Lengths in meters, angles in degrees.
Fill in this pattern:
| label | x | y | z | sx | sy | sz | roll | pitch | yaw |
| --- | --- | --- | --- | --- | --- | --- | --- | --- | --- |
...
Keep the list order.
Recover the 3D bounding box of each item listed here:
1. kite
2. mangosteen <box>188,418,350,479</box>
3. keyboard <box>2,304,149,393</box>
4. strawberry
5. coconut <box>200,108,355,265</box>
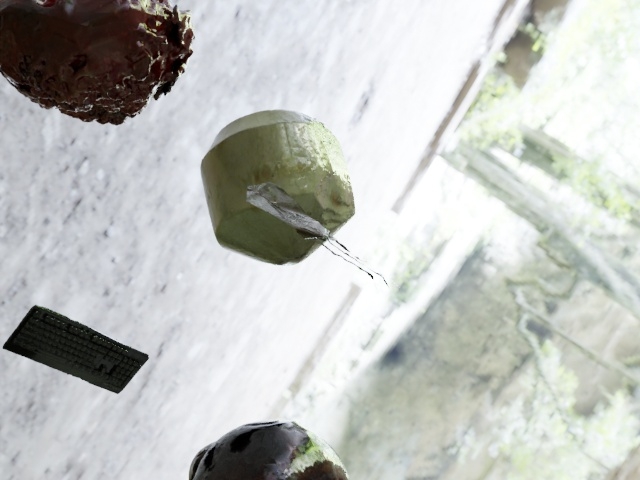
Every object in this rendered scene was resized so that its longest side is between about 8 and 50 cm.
| label | x | y | z | sx | sy | sz | roll | pitch | yaw |
| --- | --- | --- | --- | --- | --- | --- | --- | --- | --- |
| kite | 0.002 | -0.002 | 1.267 | 0.016 | 0.229 | 0.127 | -55 | -165 | -13 |
| mangosteen | -0.063 | 0.292 | 1.093 | 0.210 | 0.210 | 0.210 | -54 | 168 | -17 |
| keyboard | -0.313 | 0.146 | 1.315 | 0.196 | 0.015 | 0.074 | 34 | 94 | -42 |
| strawberry | -0.300 | -0.256 | 1.349 | 0.274 | 0.274 | 0.220 | -44 | 145 | -47 |
| coconut | -0.058 | -0.069 | 1.496 | 0.241 | 0.241 | 0.241 | -54 | 168 | -17 |
